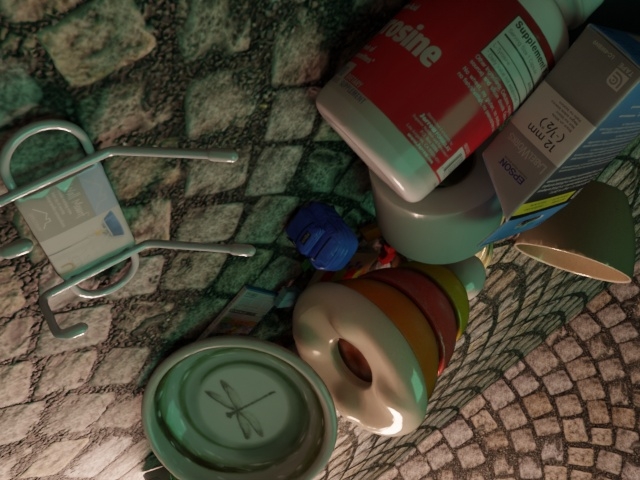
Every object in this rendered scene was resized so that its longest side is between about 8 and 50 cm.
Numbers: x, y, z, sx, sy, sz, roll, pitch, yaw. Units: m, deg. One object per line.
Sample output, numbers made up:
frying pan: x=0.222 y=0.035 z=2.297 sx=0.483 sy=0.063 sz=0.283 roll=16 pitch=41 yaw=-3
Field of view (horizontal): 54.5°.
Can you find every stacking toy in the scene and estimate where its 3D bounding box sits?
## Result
stacking toy: x=0.211 y=0.155 z=1.350 sx=0.480 sy=0.351 sz=0.350 roll=-31 pitch=149 yaw=-33

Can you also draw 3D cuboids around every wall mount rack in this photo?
wall mount rack: x=-0.258 y=-0.015 z=0.836 sx=0.304 sy=0.130 sz=0.350 roll=-29 pitch=148 yaw=-19

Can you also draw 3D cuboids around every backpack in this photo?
backpack: x=0.000 y=0.000 z=1.151 sx=0.101 sy=0.120 sz=0.098 roll=1 pitch=131 yaw=-49

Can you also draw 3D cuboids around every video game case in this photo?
video game case: x=-0.168 y=0.162 z=1.277 sx=0.166 sy=0.015 sz=0.119 roll=-48 pitch=149 yaw=12

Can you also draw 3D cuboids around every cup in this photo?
cup: x=0.764 y=-0.042 z=1.808 sx=0.331 sy=0.331 sz=0.236 roll=25 pitch=84 yaw=-57

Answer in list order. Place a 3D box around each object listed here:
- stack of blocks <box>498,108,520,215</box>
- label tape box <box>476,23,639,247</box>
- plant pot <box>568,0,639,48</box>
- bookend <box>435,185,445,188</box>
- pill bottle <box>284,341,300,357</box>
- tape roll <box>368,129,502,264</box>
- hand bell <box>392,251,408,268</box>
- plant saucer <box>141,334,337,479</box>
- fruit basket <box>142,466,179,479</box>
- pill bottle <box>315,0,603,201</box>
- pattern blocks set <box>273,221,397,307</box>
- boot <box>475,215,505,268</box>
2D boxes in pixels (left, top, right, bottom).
stack of blocks: x=0.389 y=-0.188 z=1.310 sx=0.171 sy=0.087 sz=0.297 roll=-36 pitch=142 yaw=15
label tape box: x=0.383 y=-0.156 z=0.979 sx=0.249 sy=0.115 sz=0.347 roll=-14 pitch=150 yaw=-45
plant pot: x=0.531 y=-0.325 z=1.203 sx=0.272 sy=0.271 sz=0.255 roll=-34 pitch=159 yaw=-11
bookend: x=0.262 y=-0.066 z=1.320 sx=0.072 sy=0.157 sz=0.156 roll=-7 pitch=135 yaw=-41
pill bottle: x=-0.043 y=0.322 z=1.478 sx=0.283 sy=0.160 sz=0.160 roll=-24 pitch=146 yaw=-25
tape roll: x=0.215 y=-0.100 z=1.140 sx=0.246 sy=0.246 sz=0.169 roll=-34 pitch=149 yaw=-12
hand bell: x=0.196 y=0.105 z=1.521 sx=0.126 sy=0.126 sz=0.242 roll=-31 pitch=142 yaw=-16
plant saucer: x=-0.162 y=0.355 z=1.292 sx=0.400 sy=0.401 sz=0.100 roll=-53 pitch=-171 yaw=20
fruit basket: x=-0.216 y=0.657 z=1.530 sx=0.327 sy=0.353 sz=0.165 roll=-11 pitch=138 yaw=-41
pill bottle: x=0.208 y=-0.270 z=0.929 sx=0.408 sy=0.229 sz=0.229 roll=-44 pitch=149 yaw=5
pattern blocks set: x=0.045 y=0.073 z=1.381 sx=0.285 sy=0.026 sz=0.325 roll=-51 pitch=151 yaw=15
boot: x=0.356 y=0.021 z=1.597 sx=0.204 sy=0.095 sz=0.261 roll=-23 pitch=143 yaw=-29
